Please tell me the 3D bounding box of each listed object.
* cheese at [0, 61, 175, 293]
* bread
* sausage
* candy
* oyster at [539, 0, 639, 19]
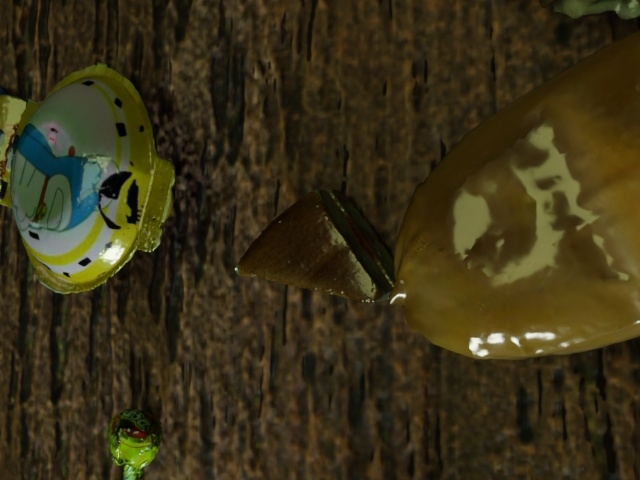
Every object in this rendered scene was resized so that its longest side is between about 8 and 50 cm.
[{"bbox_3d":[-0.185,-0.050,0.725,0.250,0.064,0.157,20,98,42],"label":"cheese"},{"bbox_3d":[0.000,0.000,0.623,0.109,0.043,0.062,7,94,32],"label":"bread"},{"bbox_3d":[0.184,-0.041,0.476,0.354,0.116,0.134,-23,90,32],"label":"sausage"},{"bbox_3d":[-0.135,0.169,0.711,0.035,0.035,0.123,-115,39,-66],"label":"candy"},{"bbox_3d":[0.115,-0.243,0.517,0.351,0.115,0.238,35,104,31],"label":"oyster"}]
